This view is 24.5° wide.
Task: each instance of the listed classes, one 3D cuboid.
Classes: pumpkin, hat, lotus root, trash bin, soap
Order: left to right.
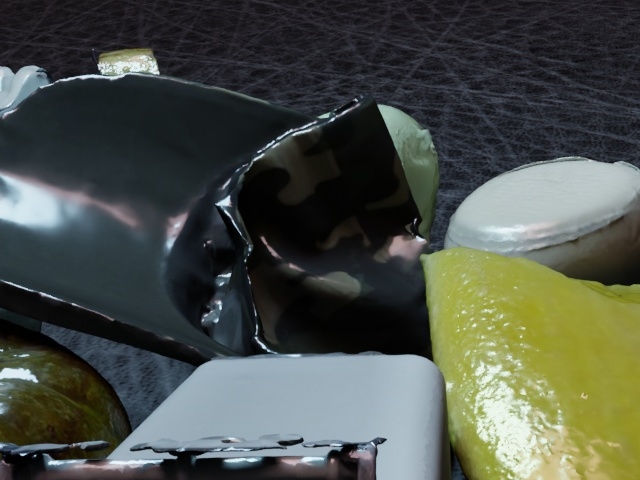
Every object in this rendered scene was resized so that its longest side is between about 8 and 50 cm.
[{"bbox_3d":[-0.250,0.147,1.027,0.232,0.242,0.325,-18,27,-4],"label":"pumpkin"},{"bbox_3d":[-0.204,-0.096,1.719,0.074,0.260,0.170,-12,-9,-10],"label":"lotus root"},{"bbox_3d":[-0.088,0.040,1.167,0.382,0.257,0.366,2,42,12],"label":"hat"},{"bbox_3d":[-0.026,0.186,0.815,0.256,0.296,0.367,-4,16,11],"label":"trash bin"},{"bbox_3d":[0.228,0.116,1.044,0.306,0.115,0.427,10,28,-14],"label":"soap"}]

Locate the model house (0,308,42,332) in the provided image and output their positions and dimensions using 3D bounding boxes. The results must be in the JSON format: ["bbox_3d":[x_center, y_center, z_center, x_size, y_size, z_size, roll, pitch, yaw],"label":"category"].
[{"bbox_3d":[-0.341,0.078,1.404,0.165,0.106,0.152,-7,23,-12],"label":"model house"}]

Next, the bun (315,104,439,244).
[{"bbox_3d":[0.000,0.000,1.391,0.283,0.179,0.283,-23,-12,-5],"label":"bun"}]

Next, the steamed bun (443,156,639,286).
[{"bbox_3d":[0.215,0.012,1.368,0.177,0.130,0.228,8,27,39],"label":"steamed bun"}]

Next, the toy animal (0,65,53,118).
[{"bbox_3d":[-0.437,-0.118,1.854,0.249,0.174,0.289,-24,26,-9],"label":"toy animal"}]
